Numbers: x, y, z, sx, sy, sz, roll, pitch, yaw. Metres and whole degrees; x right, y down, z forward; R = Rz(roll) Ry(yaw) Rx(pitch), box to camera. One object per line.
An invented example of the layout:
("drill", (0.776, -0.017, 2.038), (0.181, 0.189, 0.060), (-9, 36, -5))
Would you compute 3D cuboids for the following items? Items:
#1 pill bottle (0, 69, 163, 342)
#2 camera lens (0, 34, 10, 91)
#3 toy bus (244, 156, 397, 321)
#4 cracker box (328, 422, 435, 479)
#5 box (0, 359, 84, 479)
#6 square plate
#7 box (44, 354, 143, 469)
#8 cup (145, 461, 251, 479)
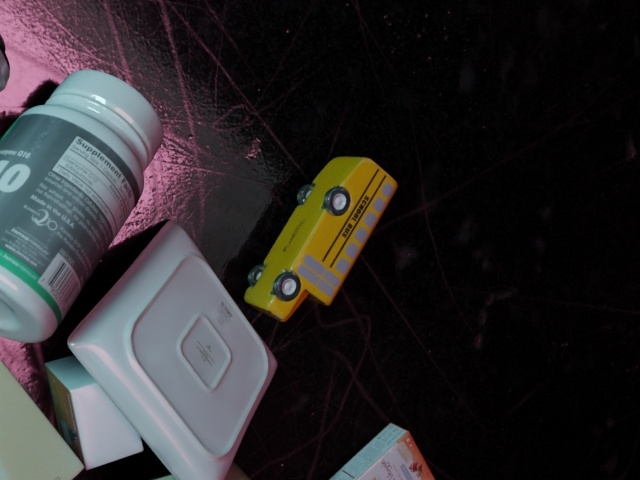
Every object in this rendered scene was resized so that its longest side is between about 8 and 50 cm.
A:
("pill bottle", (-0.376, -0.057, 1.120), (0.204, 0.204, 0.361), (45, 51, -28))
("camera lens", (-0.562, -0.224, 1.022), (0.274, 0.219, 0.219), (-43, 116, -20))
("toy bus", (0.000, 0.000, 1.466), (0.130, 0.108, 0.333), (38, 76, -31))
("cracker box", (0.112, 0.507, 1.623), (0.232, 0.067, 0.156), (-38, 113, -22))
("box", (-0.492, 0.249, 1.108), (0.311, 0.121, 0.148), (53, 45, -5))
("square plate", (-0.201, 0.181, 1.278), (0.347, 0.049, 0.344), (58, 31, -20))
("box", (-0.353, 0.256, 1.242), (0.091, 0.170, 0.130), (-13, 102, -29))
("cup", (-0.201, 0.494, 1.311), (0.331, 0.331, 0.237), (-9, 77, -31))
